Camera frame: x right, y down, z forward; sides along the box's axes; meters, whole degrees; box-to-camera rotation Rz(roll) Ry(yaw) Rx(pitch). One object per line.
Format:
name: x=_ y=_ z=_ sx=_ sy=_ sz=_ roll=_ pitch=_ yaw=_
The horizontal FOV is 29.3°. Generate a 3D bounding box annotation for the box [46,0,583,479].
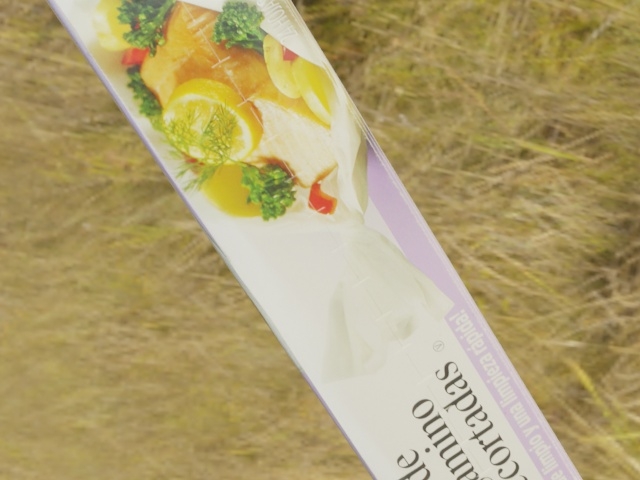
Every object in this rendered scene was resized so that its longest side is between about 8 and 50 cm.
box: x=0.000 y=0.000 z=0.418 sx=0.063 sy=0.324 sz=0.067 roll=-34 pitch=20 yaw=-2
